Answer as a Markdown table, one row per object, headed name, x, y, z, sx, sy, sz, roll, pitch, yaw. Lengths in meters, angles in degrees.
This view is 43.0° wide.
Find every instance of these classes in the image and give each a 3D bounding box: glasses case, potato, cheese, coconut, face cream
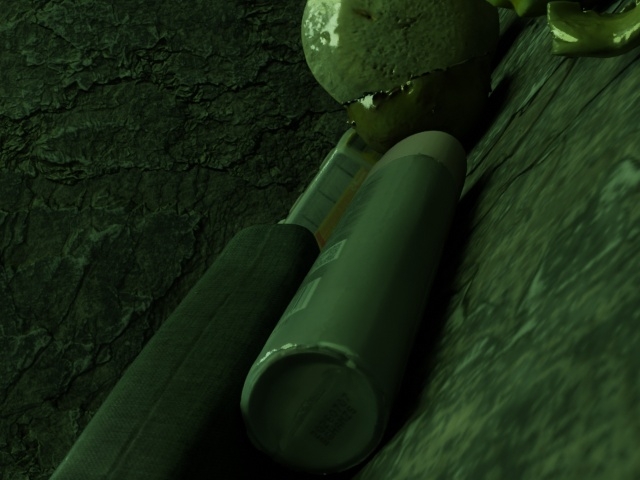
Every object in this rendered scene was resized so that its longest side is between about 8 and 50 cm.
| name | x | y | z | sx | sy | sz | roll | pitch | yaw |
| --- | --- | --- | --- | --- | --- | --- | --- | --- | --- |
| glasses case | -0.061 | 0.114 | 0.467 | 0.323 | 0.074 | 0.131 | -61 | -32 | -57 |
| potato | 0.120 | -0.115 | 0.744 | 0.172 | 0.089 | 0.101 | -22 | 7 | -30 |
| cheese | 0.154 | -0.121 | 0.415 | 0.084 | 0.041 | 0.060 | -38 | 17 | 20 |
| coconut | 0.096 | -0.265 | 1.008 | 0.237 | 0.237 | 0.266 | -55 | 1 | 10 |
| face cream | 0.033 | 0.019 | 0.502 | 0.107 | 0.073 | 0.269 | -50 | 6 | 32 |

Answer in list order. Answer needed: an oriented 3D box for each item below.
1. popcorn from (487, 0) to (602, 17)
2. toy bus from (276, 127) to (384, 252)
| name | x | y | z | sx | sy | sz | roll | pitch | yaw |
| --- | --- | --- | --- | --- | --- | --- | --- | --- | --- |
| popcorn | 0.162 | -0.258 | 0.569 | 0.185 | 0.167 | 0.187 | -49 | 10 | 26 |
| toy bus | 0.000 | 0.000 | 0.915 | 0.268 | 0.106 | 0.092 | -54 | 2 | 34 |
